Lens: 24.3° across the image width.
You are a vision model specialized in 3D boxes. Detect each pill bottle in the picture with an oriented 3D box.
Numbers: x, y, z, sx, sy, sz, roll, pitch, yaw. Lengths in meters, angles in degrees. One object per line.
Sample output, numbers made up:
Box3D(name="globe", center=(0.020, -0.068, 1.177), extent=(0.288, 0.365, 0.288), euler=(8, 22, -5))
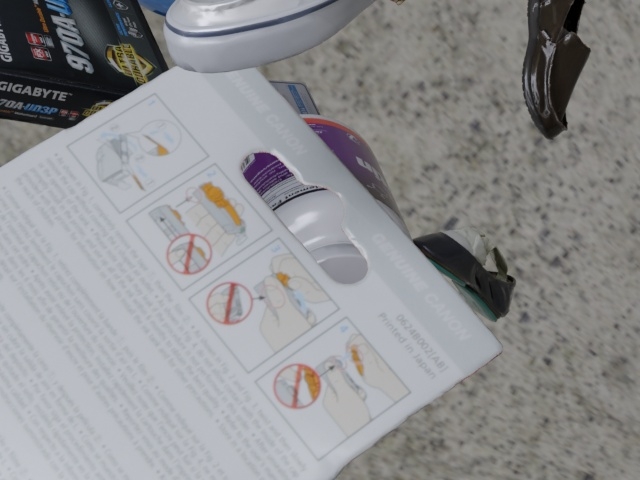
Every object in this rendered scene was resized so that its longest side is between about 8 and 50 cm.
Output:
Box3D(name="pill bottle", center=(0.000, 0.000, 1.575), extent=(0.181, 0.181, 0.323), euler=(-41, 25, 11))

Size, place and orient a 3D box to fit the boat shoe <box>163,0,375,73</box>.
Box3D(name="boat shoe", center=(0.014, -0.188, 0.844), extent=(0.258, 0.084, 0.095), euler=(-35, 42, -20))

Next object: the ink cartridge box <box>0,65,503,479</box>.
Box3D(name="ink cartridge box", center=(-0.127, 0.083, 0.953), extent=(0.385, 0.091, 0.308), euler=(-34, 67, -16))

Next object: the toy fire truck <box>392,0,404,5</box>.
Box3D(name="toy fire truck", center=(0.103, -0.274, 1.469), extent=(0.192, 0.047, 0.135), euler=(-26, 25, 54))

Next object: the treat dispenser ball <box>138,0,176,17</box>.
Box3D(name="treat dispenser ball", center=(-0.135, -0.394, 1.711), extent=(0.288, 0.288, 0.288), euler=(-11, 67, 27))

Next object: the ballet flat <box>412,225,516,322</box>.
Box3D(name="ballet flat", center=(0.164, 0.024, 1.649), extent=(0.074, 0.203, 0.074), euler=(-15, 59, 26))

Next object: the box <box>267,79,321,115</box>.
Box3D(name="box", center=(-0.162, -0.152, 2.158), extent=(0.169, 0.289, 0.087), euler=(-63, 39, 41))

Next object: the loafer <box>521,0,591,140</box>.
Box3D(name="loafer", center=(0.310, -0.239, 1.926), extent=(0.078, 0.080, 0.220), euler=(-4, 76, 25))

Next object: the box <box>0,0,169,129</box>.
Box3D(name="box", center=(-0.234, -0.179, 1.323), extent=(0.051, 0.175, 0.220), euler=(-61, 36, 31))
